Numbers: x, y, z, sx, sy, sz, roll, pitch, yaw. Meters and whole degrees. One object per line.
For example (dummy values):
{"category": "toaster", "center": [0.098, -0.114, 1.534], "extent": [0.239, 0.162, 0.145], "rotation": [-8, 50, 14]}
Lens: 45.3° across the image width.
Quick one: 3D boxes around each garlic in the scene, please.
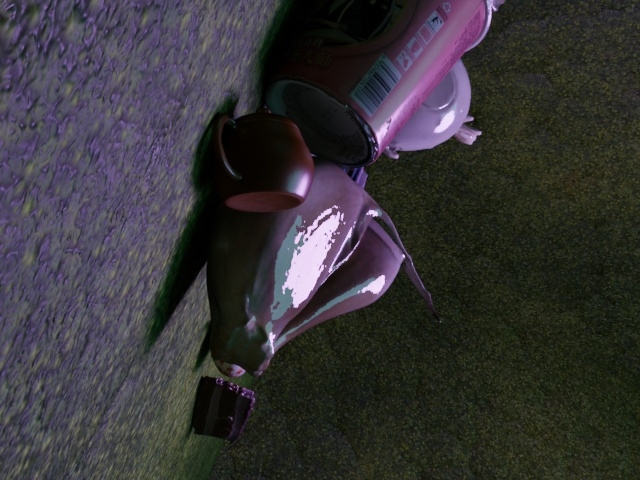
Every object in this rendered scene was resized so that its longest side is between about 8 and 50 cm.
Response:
{"category": "garlic", "center": [0.000, 0.000, 1.002], "extent": [0.340, 0.245, 0.231], "rotation": [-11, 144, -30]}

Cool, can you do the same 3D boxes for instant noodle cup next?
{"category": "instant noodle cup", "center": [0.059, -0.239, 0.976], "extent": [0.255, 0.244, 0.244], "rotation": [-57, 174, -19]}

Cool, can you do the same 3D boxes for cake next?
{"category": "cake", "center": [-0.202, 0.343, 1.639], "extent": [0.295, 0.116, 0.112], "rotation": [114, -4, -60]}

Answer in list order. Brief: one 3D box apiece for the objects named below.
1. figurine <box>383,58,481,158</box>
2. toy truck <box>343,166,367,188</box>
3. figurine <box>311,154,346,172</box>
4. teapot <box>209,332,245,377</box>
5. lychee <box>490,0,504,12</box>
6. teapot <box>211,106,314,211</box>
{"category": "figurine", "center": [0.139, -0.229, 1.359], "extent": [0.226, 0.275, 0.394], "rotation": [-66, -163, -6]}
{"category": "toy truck", "center": [0.009, -0.117, 1.461], "extent": [0.268, 0.155, 0.124], "rotation": [-64, 175, -64]}
{"category": "figurine", "center": [-0.021, -0.139, 1.233], "extent": [0.234, 0.128, 0.185], "rotation": [94, 0, -53]}
{"category": "teapot", "center": [-0.142, 0.171, 1.395], "extent": [0.159, 0.116, 0.245], "rotation": [-55, 180, -3]}
{"category": "lychee", "center": [0.176, -0.442, 1.139], "extent": [0.274, 0.255, 0.255], "rotation": [27, 85, -48]}
{"category": "teapot", "center": [-0.064, -0.093, 0.822], "extent": [0.173, 0.116, 0.116], "rotation": [20, 93, -61]}
